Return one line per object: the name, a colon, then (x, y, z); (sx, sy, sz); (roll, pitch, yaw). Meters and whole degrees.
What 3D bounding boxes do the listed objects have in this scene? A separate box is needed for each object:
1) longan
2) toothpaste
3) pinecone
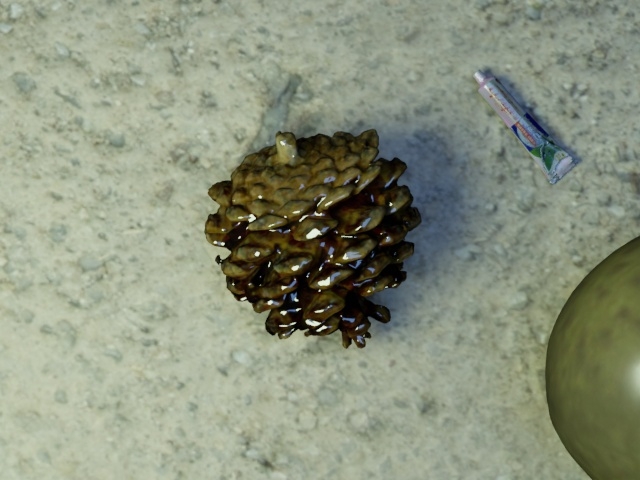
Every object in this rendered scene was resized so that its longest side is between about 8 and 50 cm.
longan: (0.414, 0.145, 1.235); (0.360, 0.361, 0.361); (1, 82, -5)
toothpaste: (0.250, -0.146, 1.430); (0.045, 0.028, 0.170); (-42, 91, -2)
pinecone: (-0.013, -0.001, 1.290); (0.243, 0.243, 0.257); (5, 103, -4)
